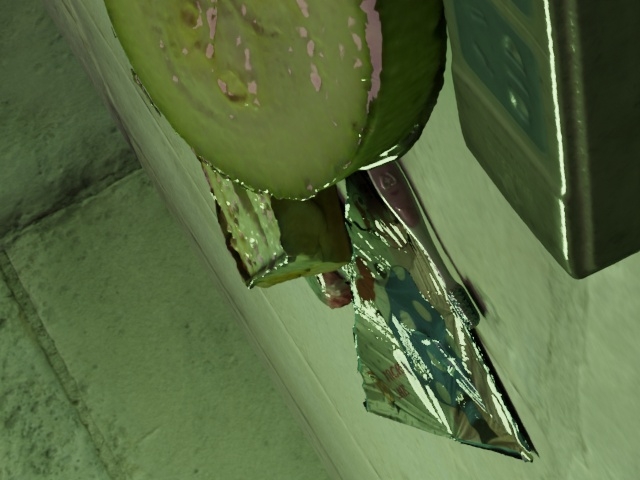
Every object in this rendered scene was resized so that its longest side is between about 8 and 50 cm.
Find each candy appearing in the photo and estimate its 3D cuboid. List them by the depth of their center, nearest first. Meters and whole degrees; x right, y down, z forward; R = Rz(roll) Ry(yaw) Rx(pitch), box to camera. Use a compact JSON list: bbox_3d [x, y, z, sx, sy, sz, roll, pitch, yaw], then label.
[{"bbox_3d":[0.000,0.000,1.189,0.103,0.043,0.103,60,174,11],"label":"candy"}]

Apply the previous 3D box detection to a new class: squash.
[{"bbox_3d":[-0.036,-0.123,0.687,0.219,0.041,0.219,33,138,37],"label":"squash"}]

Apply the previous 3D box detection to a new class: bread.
[{"bbox_3d":[-0.048,-0.083,0.975,0.232,0.088,0.128,67,168,-2],"label":"bread"}]

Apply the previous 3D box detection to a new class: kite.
[{"bbox_3d":[0.037,0.034,1.053,0.314,0.011,0.335,45,156,32],"label":"kite"}]

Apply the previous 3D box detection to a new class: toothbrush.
[{"bbox_3d":[0.036,-0.039,0.912,0.204,0.017,0.022,60,-177,2],"label":"toothbrush"}]

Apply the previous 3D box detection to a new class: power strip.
[{"bbox_3d":[0.063,-0.087,0.428,0.078,0.052,0.272,56,171,34],"label":"power strip"}]
